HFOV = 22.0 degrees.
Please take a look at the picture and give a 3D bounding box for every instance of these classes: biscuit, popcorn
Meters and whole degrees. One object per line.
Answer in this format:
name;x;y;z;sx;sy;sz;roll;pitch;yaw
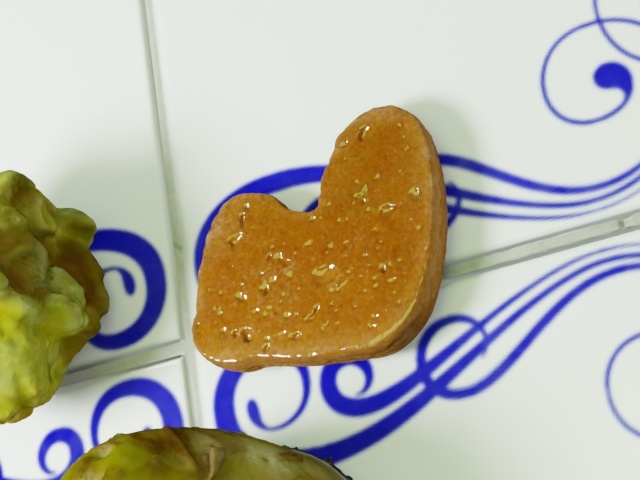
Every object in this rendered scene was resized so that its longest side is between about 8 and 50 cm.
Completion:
biscuit;0.000;0.000;1.183;0.192;0.036;0.186;-8;69;24
popcorn;-0.248;0.045;1.212;0.155;0.197;0.198;-8;72;21

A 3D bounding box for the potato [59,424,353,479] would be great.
potato;-0.108;0.262;1.072;0.246;0.196;0.300;17;85;30
